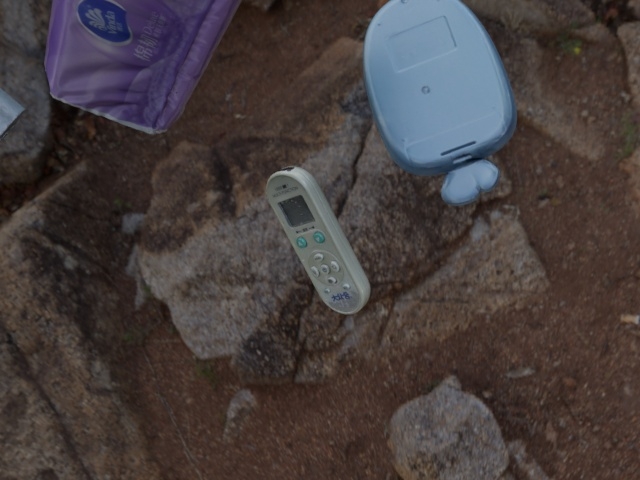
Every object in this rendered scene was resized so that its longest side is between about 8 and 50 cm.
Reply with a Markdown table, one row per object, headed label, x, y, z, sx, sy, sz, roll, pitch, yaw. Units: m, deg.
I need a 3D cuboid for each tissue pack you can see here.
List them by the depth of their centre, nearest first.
| label | x | y | z | sx | sy | sz | roll | pitch | yaw |
| --- | --- | --- | --- | --- | --- | --- | --- | --- | --- |
| tissue pack | -0.149 | -0.283 | 0.705 | 0.160 | 0.338 | 0.242 | 16 | 66 | -19 |

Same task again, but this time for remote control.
| label | x | y | z | sx | sy | sz | roll | pitch | yaw |
| --- | --- | --- | --- | --- | --- | --- | --- | --- | --- |
| remote control | 0.000 | 0.000 | 1.036 | 0.078 | 0.221 | 0.042 | -15 | 17 | 43 |

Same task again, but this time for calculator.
| label | x | y | z | sx | sy | sz | roll | pitch | yaw |
| --- | --- | --- | --- | --- | --- | --- | --- | --- | --- |
| calculator | 0.163 | -0.197 | 1.053 | 0.188 | 0.042 | 0.303 | -20 | 83 | 9 |

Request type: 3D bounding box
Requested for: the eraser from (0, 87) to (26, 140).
| label | x | y | z | sx | sy | sz | roll | pitch | yaw |
| --- | --- | --- | --- | --- | --- | --- | --- | --- | --- |
| eraser | -0.600 | -0.213 | 1.178 | 0.174 | 0.227 | 0.081 | -51 | 20 | -11 |
